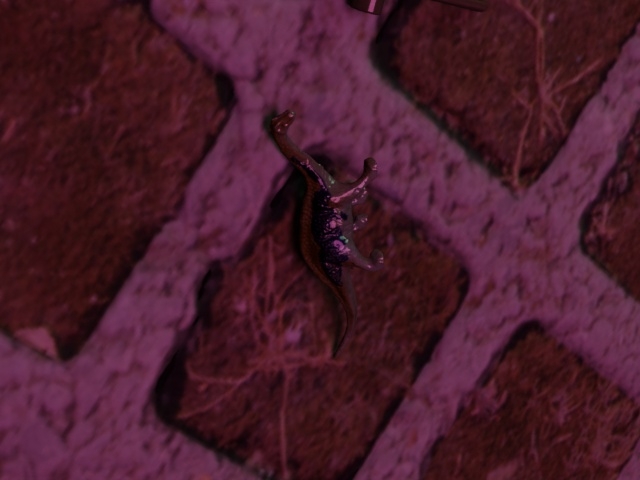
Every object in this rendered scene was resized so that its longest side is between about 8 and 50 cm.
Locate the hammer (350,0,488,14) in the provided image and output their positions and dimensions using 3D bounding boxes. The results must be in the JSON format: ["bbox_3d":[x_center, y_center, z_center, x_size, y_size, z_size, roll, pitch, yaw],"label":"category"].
[{"bbox_3d":[0.062,-0.148,1.049,0.110,0.019,0.035,4,106,-46],"label":"hammer"}]

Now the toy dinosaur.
[{"bbox_3d":[0.014,-0.006,1.056,0.058,0.037,0.180,-18,115,-6],"label":"toy dinosaur"}]
